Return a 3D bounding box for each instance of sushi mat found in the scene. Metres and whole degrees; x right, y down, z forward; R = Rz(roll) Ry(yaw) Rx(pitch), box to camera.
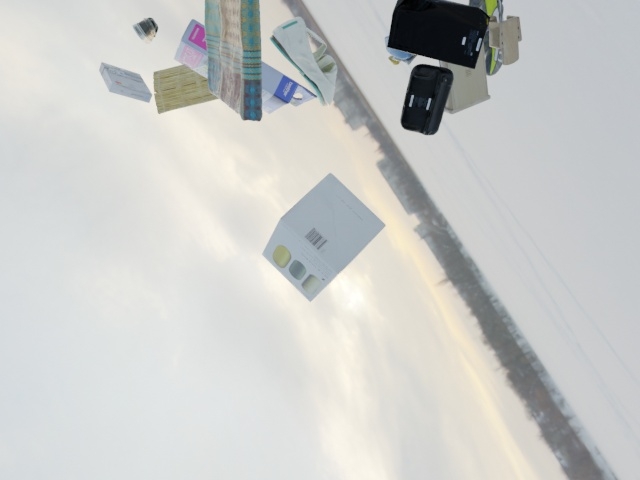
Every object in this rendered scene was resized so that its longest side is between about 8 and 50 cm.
[{"bbox_3d":[-0.372,-0.495,1.863,0.019,0.317,0.151,40,-139,-73],"label":"sushi mat"}]

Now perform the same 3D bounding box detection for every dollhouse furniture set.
[{"bbox_3d":[0.386,-0.539,1.782,0.303,0.286,0.198,44,154,56],"label":"dollhouse furniture set"}]

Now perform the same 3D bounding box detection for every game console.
[{"bbox_3d":[0.255,-0.404,1.436,0.361,0.213,0.044,97,-166,-50],"label":"game console"}]

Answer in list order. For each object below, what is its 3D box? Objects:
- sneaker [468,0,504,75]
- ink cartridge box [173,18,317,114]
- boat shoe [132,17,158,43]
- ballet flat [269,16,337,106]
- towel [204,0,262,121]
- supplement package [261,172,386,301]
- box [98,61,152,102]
[{"bbox_3d":[0.514,-0.669,1.885,0.111,0.121,0.299,-18,-76,-58],"label":"sneaker"},{"bbox_3d":[-0.173,-0.371,1.352,0.311,0.065,0.186,25,176,-19],"label":"ink cartridge box"},{"bbox_3d":[-0.592,-0.725,2.057,0.077,0.070,0.219,58,180,-23],"label":"boat shoe"},{"bbox_3d":[-0.019,-0.560,1.899,0.139,0.139,0.400,63,-168,26],"label":"ballet flat"},{"bbox_3d":[-0.127,-0.364,0.791,0.271,0.040,0.370,-132,40,-62],"label":"towel"},{"bbox_3d":[0.000,0.000,1.580,0.199,0.198,0.262,44,154,4],"label":"supplement package"},{"bbox_3d":[-0.687,-0.557,2.107,0.145,0.038,0.186,9,-151,-39],"label":"box"}]
